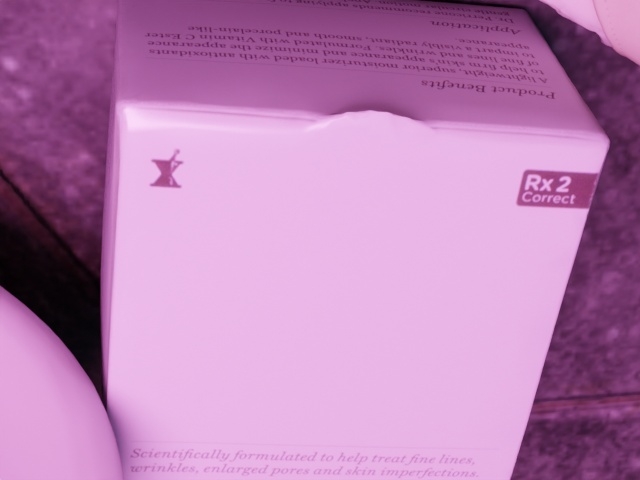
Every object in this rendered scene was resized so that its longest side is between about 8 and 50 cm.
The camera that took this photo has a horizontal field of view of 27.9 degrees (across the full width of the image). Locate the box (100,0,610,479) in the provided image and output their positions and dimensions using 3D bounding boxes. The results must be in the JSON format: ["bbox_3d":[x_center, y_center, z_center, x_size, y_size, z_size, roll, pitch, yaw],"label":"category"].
[{"bbox_3d":[0.000,0.000,0.540,0.181,0.119,0.182,3,123,-10],"label":"box"}]

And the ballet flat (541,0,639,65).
[{"bbox_3d":[0.098,-0.143,0.493,0.086,0.086,0.248,-27,122,10],"label":"ballet flat"}]

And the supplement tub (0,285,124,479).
[{"bbox_3d":[-0.238,0.174,0.526,0.241,0.241,0.331,17,133,-19],"label":"supplement tub"}]
